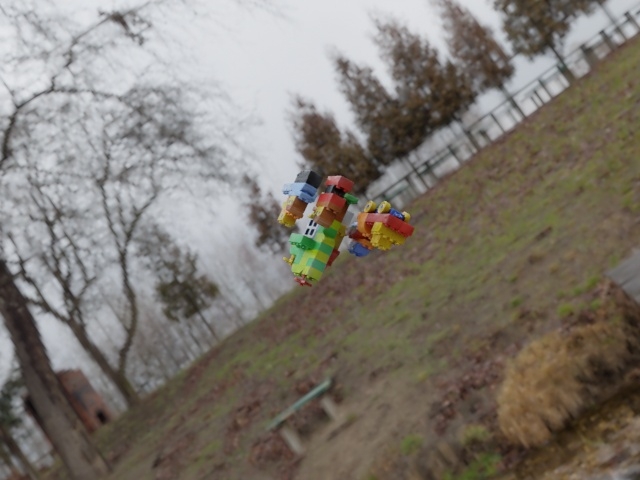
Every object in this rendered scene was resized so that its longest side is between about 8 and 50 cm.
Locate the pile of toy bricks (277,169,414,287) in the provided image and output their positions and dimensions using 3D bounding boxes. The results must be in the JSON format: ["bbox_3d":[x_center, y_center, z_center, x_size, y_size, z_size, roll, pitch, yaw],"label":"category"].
[{"bbox_3d":[0.000,0.000,1.046,0.105,0.118,0.212,-66,22,-8],"label":"pile of toy bricks"}]
